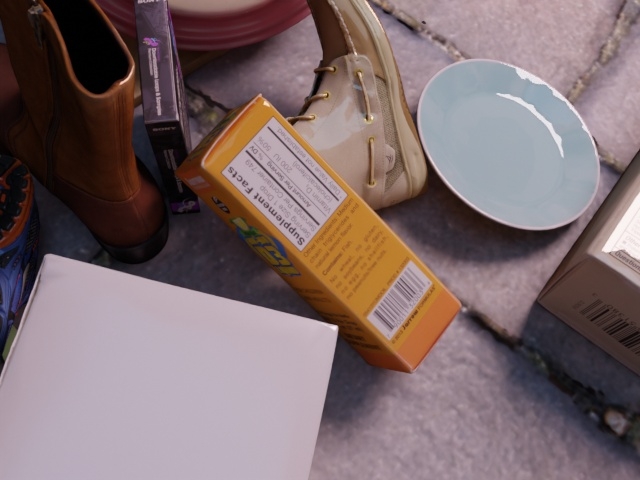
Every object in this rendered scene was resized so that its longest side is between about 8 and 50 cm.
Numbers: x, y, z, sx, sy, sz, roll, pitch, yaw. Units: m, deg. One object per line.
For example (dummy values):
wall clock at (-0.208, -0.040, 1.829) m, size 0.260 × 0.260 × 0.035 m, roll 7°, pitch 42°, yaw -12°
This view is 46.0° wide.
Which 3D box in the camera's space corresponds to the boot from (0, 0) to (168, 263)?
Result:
boot at (-0.218, -0.122, 0.556) m, size 0.096 × 0.280 × 0.264 m, roll -33°, pitch 74°, yaw -17°

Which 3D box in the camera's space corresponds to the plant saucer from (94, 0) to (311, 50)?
plant saucer at (-0.101, -0.319, 0.621) m, size 0.332 × 0.332 × 0.084 m, roll -7°, pitch 27°, yaw -8°

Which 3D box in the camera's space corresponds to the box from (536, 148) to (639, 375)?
box at (0.343, -0.037, 0.659) m, size 0.148 × 0.121 × 0.311 m, roll 38°, pitch 69°, yaw 10°

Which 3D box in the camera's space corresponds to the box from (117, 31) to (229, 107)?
box at (-0.173, -0.226, 0.745) m, size 0.201 × 0.021 × 0.164 m, roll -37°, pitch 76°, yaw -19°

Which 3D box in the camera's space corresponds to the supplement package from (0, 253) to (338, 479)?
supplement package at (-0.119, 0.173, 0.511) m, size 0.204 × 0.145 × 0.261 m, roll 14°, pitch 67°, yaw -3°

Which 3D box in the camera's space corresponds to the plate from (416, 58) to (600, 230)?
plate at (0.173, -0.089, 0.704) m, size 0.188 × 0.024 × 0.188 m, roll 8°, pitch 61°, yaw -16°

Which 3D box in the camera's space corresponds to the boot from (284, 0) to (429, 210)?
boot at (-0.013, -0.108, 0.650) m, size 0.165 × 0.077 × 0.213 m, roll -24°, pitch 103°, yaw -11°

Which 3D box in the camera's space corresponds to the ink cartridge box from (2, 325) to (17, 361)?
ink cartridge box at (-0.341, 0.130, 0.565) m, size 0.235 × 0.056 × 0.171 m, roll -40°, pitch 76°, yaw -17°

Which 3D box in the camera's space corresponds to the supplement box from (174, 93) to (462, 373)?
supplement box at (0.000, 0.000, 0.585) m, size 0.233 × 0.078 × 0.080 m, roll 47°, pitch 71°, yaw -16°

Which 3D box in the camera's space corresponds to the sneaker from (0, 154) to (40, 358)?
sneaker at (-0.260, 0.045, 0.585) m, size 0.083 × 0.087 × 0.221 m, roll 8°, pitch 65°, yaw 6°

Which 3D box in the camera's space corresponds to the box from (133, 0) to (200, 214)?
box at (-0.125, -0.106, 0.623) m, size 0.029 × 0.162 × 0.116 m, roll -7°, pitch 68°, yaw -8°
